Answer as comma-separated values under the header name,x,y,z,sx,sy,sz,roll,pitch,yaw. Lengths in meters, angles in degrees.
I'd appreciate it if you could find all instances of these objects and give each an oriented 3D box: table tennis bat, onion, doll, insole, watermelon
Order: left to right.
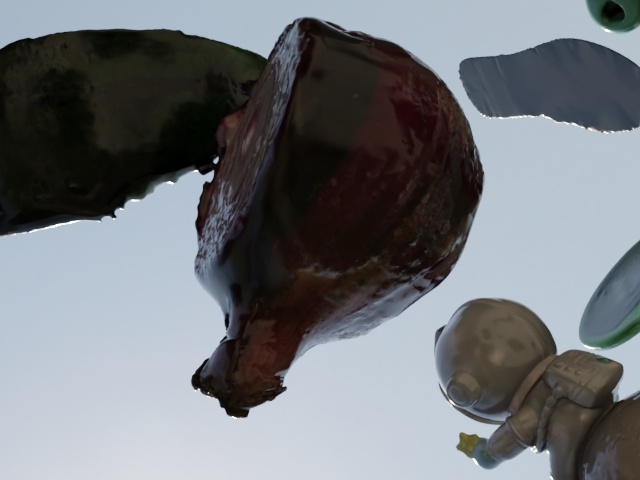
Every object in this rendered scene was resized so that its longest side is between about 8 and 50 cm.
name,x,y,z,sx,sy,sz,roll,pitch,yaw
watermelon,-0.164,-0.066,0.729,0.129,0.301,0.123,-5,-100,-80
onion,0.000,0.000,0.597,0.140,0.195,0.218,25,-119,-21
insole,0.242,-0.164,1.173,0.007,0.322,0.109,-32,-72,-18
doll,0.206,0.140,0.868,0.287,0.151,0.151,34,-147,29
table tennis bat,0.297,0.047,0.979,0.039,0.160,0.257,40,-170,-6

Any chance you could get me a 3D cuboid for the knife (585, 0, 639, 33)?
name,x,y,z,sx,sy,sz,roll,pitch,yaw
knife,0.189,-0.280,0.841,0.035,0.063,0.260,-35,-74,-31
